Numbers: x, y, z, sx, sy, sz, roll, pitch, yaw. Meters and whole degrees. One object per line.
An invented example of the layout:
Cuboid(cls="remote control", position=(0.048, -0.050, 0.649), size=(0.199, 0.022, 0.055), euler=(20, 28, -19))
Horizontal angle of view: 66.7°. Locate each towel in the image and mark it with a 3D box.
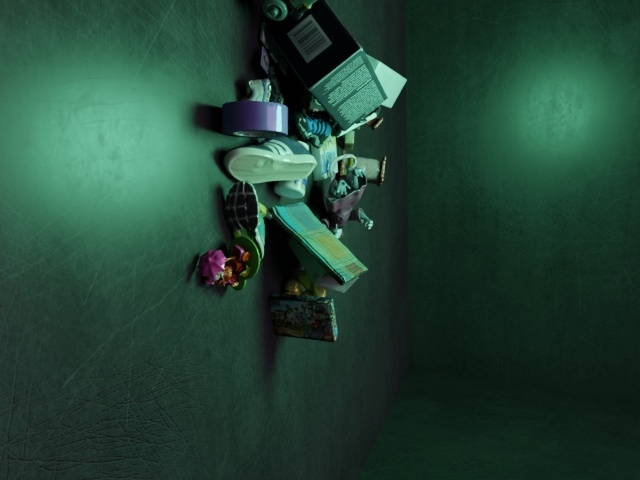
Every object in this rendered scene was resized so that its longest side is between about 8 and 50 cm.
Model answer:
Cuboid(cls="towel", position=(0.000, 0.000, 1.745), size=(0.040, 0.370, 0.271), euler=(-50, 167, 20))

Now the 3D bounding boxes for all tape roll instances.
Cuboid(cls="tape roll", position=(-0.189, -0.346, 1.403), size=(0.189, 0.189, 0.080), euler=(-12, 103, -66))

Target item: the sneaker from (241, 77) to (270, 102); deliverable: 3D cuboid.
Cuboid(cls="sneaker", position=(-0.210, -0.413, 1.522), size=(0.071, 0.083, 0.190), euler=(-127, -140, -54))

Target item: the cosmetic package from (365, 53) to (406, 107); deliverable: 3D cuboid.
Cuboid(cls="cosmetic package", position=(0.203, -0.735, 2.172), size=(0.161, 0.230, 0.453), euler=(-60, 165, 19))

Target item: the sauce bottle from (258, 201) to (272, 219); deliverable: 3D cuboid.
Cuboid(cls="sauce bottle", position=(-0.197, -0.099, 1.596), size=(0.128, 0.042, 0.042), euler=(34, 62, -61))

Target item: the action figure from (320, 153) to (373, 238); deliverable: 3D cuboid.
Cuboid(cls="action figure", position=(0.069, -0.140, 2.085), size=(0.370, 0.248, 0.275), euler=(102, -30, -53))

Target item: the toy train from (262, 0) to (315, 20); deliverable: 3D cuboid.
Cuboid(cls="toy train", position=(-0.140, -0.785, 1.389), size=(0.334, 0.190, 0.142), euler=(37, 56, -36))

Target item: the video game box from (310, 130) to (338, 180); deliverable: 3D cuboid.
Cuboid(cls="video game box", position=(0.017, -0.371, 2.064), size=(0.187, 0.048, 0.204), euler=(-43, 131, -62))

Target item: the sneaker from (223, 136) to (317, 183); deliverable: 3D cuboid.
Cuboid(cls="sneaker", position=(-0.175, -0.274, 1.545), size=(0.350, 0.131, 0.148), euler=(-4, 56, -49))

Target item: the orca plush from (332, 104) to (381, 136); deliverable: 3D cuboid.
Cuboid(cls="orca plush", position=(0.147, -0.546, 2.116), size=(0.287, 0.151, 0.102), euler=(-32, 99, -21))

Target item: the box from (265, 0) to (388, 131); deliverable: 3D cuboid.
Cuboid(cls="box", position=(0.036, -0.608, 1.689), size=(0.293, 0.212, 0.395), euler=(58, 12, 16))

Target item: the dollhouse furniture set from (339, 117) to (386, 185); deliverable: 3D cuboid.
Cuboid(cls="dollhouse furniture set", position=(0.201, -0.448, 2.238), size=(0.152, 0.202, 0.373), euler=(82, 14, -84))

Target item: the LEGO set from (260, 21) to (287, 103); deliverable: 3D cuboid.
Cuboid(cls="LEGO set", position=(-0.172, -0.569, 1.623), size=(0.182, 0.060, 0.244), euler=(47, 39, -58))

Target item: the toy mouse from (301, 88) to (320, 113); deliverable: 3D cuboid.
Cuboid(cls="toy mouse", position=(-0.037, -0.540, 1.936), size=(0.143, 0.031, 0.160), euler=(-39, 128, -60))

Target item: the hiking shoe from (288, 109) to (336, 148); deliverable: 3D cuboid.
Cuboid(cls="hiking shoe", position=(-0.035, -0.441, 1.798), size=(0.132, 0.113, 0.304), euler=(-48, 168, 10))

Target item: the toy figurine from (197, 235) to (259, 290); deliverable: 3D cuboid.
Cuboid(cls="toy figurine", position=(-0.280, 0.079, 1.382), size=(0.159, 0.130, 0.173), euler=(-10, 127, -53))

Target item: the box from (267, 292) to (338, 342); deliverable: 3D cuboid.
Cuboid(cls="box", position=(-0.061, 0.271, 1.713), size=(0.044, 0.233, 0.159), euler=(-50, 136, -56))

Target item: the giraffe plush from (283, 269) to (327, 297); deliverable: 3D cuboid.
Cuboid(cls="giraffe plush", position=(-0.045, 0.231, 1.858), size=(0.181, 0.210, 0.170), euler=(-40, 172, -10))

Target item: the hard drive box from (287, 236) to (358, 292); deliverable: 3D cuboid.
Cuboid(cls="hard drive box", position=(0.006, 0.073, 1.814), size=(0.089, 0.232, 0.181), euler=(-49, 142, 15))

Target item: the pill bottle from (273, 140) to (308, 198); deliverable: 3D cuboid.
Cuboid(cls="pill bottle", position=(-0.098, -0.253, 1.726), size=(0.112, 0.112, 0.186), euler=(37, 59, -63))

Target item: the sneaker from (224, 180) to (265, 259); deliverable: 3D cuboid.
Cuboid(cls="sneaker", position=(-0.224, -0.064, 1.495), size=(0.109, 0.107, 0.275), euler=(-74, 164, -55))
